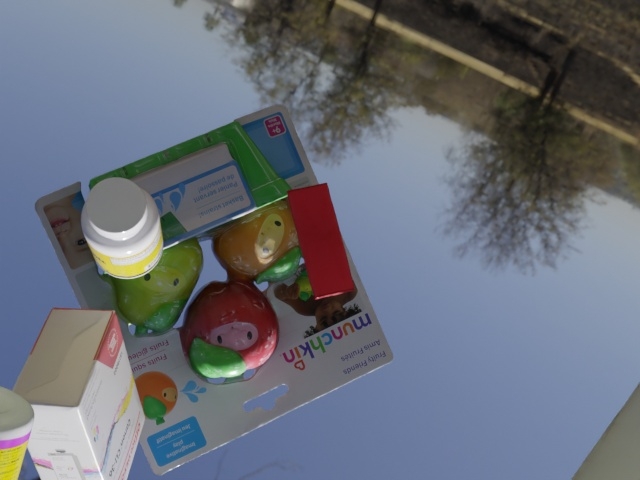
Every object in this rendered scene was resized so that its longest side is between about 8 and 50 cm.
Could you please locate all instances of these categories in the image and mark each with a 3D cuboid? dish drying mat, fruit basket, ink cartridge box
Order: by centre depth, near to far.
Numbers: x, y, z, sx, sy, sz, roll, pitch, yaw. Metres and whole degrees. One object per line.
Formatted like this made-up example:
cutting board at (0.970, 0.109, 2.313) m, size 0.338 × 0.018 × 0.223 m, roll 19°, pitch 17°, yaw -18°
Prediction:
dish drying mat at (0.000, 0.000, 0.645) m, size 0.032 × 0.083 × 0.008 m, roll -12°, pitch 166°, yaw -11°
ink cartridge box at (-0.219, 0.173, 0.835) m, size 0.067 × 0.198 × 0.115 m, roll 2°, pitch -139°, yaw 6°
fruit basket at (-0.117, 0.051, 1.047) m, size 0.353 × 0.326 × 0.165 m, roll 66°, pitch 167°, yaw 3°

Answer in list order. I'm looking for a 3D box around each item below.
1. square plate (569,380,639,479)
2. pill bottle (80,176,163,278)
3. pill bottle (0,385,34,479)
square plate at (0.248, 0.211, 0.423) m, size 0.344 × 0.049 × 0.347 m, roll -29°, pitch -87°, yaw -49°
pill bottle at (-0.167, -0.011, 0.748) m, size 0.065 × 0.065 × 0.116 m, roll 26°, pitch 161°, yaw 1°
pill bottle at (-0.144, 0.101, 0.349) m, size 0.043 × 0.083 × 0.043 m, roll 18°, pitch -173°, yaw -2°
